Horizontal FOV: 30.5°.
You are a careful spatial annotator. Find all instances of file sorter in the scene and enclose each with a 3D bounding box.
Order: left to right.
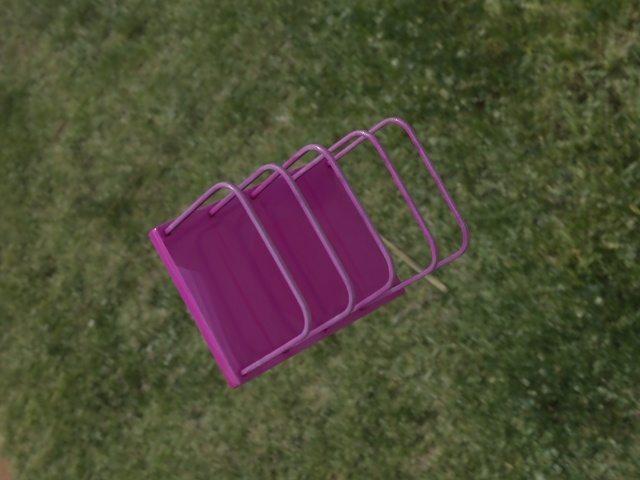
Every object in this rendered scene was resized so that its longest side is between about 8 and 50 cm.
[{"bbox_3d":[0.000,0.000,1.344,0.182,0.291,0.202,-34,84,49],"label":"file sorter"}]
